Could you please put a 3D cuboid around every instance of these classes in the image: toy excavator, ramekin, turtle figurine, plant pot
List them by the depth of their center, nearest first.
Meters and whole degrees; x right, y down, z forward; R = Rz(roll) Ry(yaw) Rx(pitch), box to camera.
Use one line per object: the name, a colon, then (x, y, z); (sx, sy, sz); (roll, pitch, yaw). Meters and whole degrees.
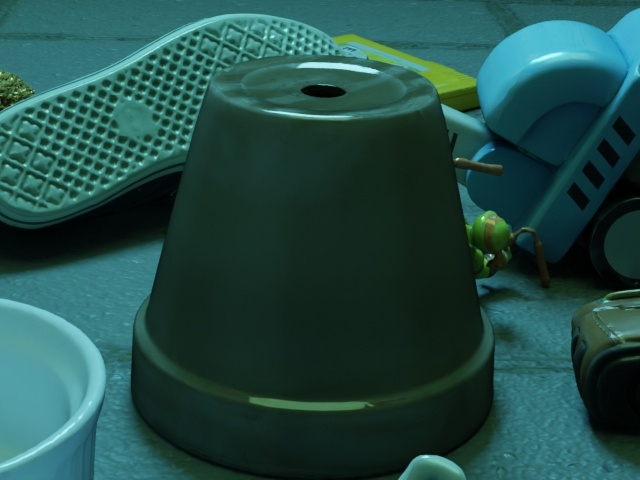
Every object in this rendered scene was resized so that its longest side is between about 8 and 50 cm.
ramekin: (-0.286, 0.154, 0.862); (0.277, 0.135, 0.277); (2, 24, -1)
plant pot: (0.000, 0.000, 1.068); (0.323, 0.280, 0.323); (3, 23, -1)
turtle figurine: (0.109, 0.002, 1.263); (0.217, 0.087, 0.269); (-1, -24, 33)
toy excavator: (0.191, -0.113, 1.375); (0.445, 0.433, 0.222); (29, 22, -7)

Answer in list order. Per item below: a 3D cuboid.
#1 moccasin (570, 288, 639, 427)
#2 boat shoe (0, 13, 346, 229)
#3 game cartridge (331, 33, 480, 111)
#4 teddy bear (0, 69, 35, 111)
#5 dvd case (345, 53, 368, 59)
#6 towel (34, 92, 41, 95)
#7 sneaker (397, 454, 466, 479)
moccasin: (0.410, 0.096, 1.081); (0.380, 0.139, 0.147); (-4, 31, 9)
boat shoe: (-0.183, -0.138, 1.468); (0.500, 0.187, 0.156); (-24, 2, -28)
game cartridge: (0.050, -0.250, 1.947); (0.285, 0.053, 0.323); (-16, 28, -36)
teddy bear: (-0.488, -0.133, 1.461); (0.338, 0.113, 0.245); (-24, 10, -19)
dvd case: (-0.054, -0.208, 1.786); (0.238, 0.030, 0.179); (-4, 34, 9)
towel: (-0.387, -0.116, 1.611); (0.243, 0.040, 0.336); (-16, 29, -35)
sneaker: (0.009, 0.229, 0.691); (0.114, 0.152, 0.305); (13, 27, 20)
